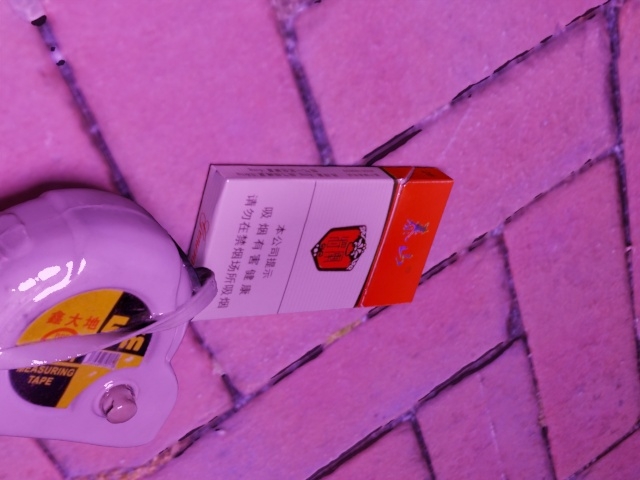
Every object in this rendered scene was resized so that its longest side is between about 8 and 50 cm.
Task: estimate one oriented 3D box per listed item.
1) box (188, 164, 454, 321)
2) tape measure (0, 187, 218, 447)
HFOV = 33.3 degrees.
[{"bbox_3d":[0.000,0.000,0.940,0.245,0.035,0.139,0,119,-36],"label":"box"},{"bbox_3d":[-0.185,0.057,0.781,0.236,0.120,0.197,17,115,-47],"label":"tape measure"}]
